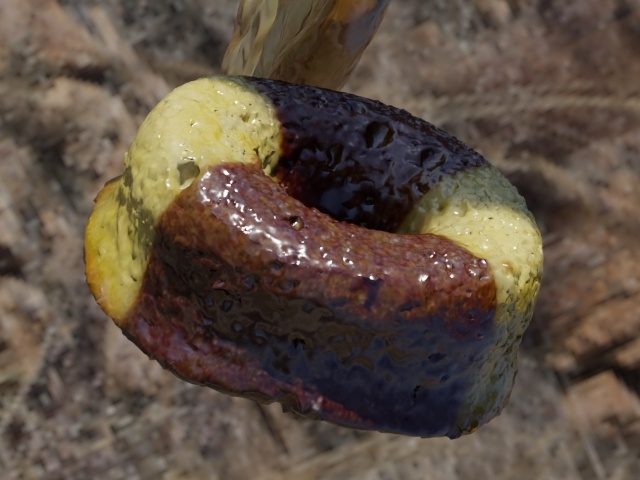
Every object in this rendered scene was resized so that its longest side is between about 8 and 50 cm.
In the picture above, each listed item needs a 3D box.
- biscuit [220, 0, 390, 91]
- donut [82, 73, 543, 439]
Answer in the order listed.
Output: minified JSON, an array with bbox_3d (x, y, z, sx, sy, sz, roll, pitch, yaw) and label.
[{"bbox_3d":[-0.009,-0.114,0.991,0.045,0.154,0.299,18,6,-10],"label":"biscuit"},{"bbox_3d":[0.000,0.000,0.564,0.140,0.059,0.140,18,29,-10],"label":"donut"}]
